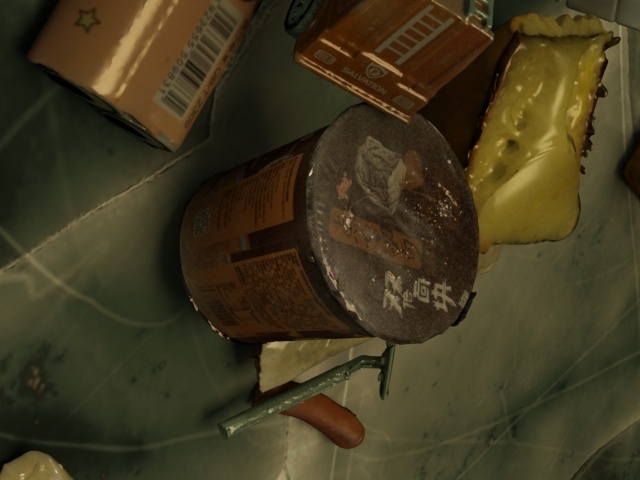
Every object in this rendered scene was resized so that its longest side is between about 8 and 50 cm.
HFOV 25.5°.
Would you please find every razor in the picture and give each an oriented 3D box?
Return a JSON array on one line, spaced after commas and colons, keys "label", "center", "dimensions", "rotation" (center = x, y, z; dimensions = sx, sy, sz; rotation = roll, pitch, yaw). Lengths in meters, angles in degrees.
[{"label": "razor", "center": [-0.014, 0.156, 1.456], "dimensions": [0.211, 0.036, 0.084], "rotation": [-18, 134, -27]}]

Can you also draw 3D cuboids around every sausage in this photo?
[{"label": "sausage", "center": [-0.007, 0.186, 1.522], "dimensions": [0.177, 0.047, 0.040], "rotation": [35, 37, -49]}]

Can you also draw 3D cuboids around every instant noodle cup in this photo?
[{"label": "instant noodle cup", "center": [0.000, 0.000, 1.278], "dimensions": [0.217, 0.207, 0.217], "rotation": [13, 72, -43]}]

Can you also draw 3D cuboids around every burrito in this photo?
[{"label": "burrito", "center": [0.070, 0.039, 1.510], "dimensions": [0.392, 0.076, 0.117], "rotation": [-25, 124, -38]}]

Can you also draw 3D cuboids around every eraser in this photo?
[{"label": "eraser", "center": [-0.107, -0.231, 1.192], "dimensions": [0.171, 0.087, 0.290], "rotation": [37, 80, -52]}]

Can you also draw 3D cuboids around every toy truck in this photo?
[{"label": "toy truck", "center": [0.080, -0.269, 1.220], "dimensions": [0.136, 0.162, 0.305], "rotation": [27, 52, -24]}]

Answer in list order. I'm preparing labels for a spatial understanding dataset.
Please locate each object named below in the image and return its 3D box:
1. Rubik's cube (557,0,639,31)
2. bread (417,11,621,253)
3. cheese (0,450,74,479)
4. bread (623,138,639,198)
[{"label": "Rubik's cube", "center": [0.313, -0.347, 1.512], "dimensions": [0.265, 0.213, 0.224], "rotation": [-49, 152, -37]}, {"label": "bread", "center": [0.192, -0.123, 1.503], "dimensions": [0.204, 0.163, 0.262], "rotation": [-11, 119, -44]}, {"label": "cheese", "center": [-0.269, 0.298, 1.264], "dimensions": [0.163, 0.071, 0.248], "rotation": [-40, 134, -28]}, {"label": "bread", "center": [0.560, -0.029, 1.932], "dimensions": [0.380, 0.185, 0.109], "rotation": [34, 88, -50]}]
